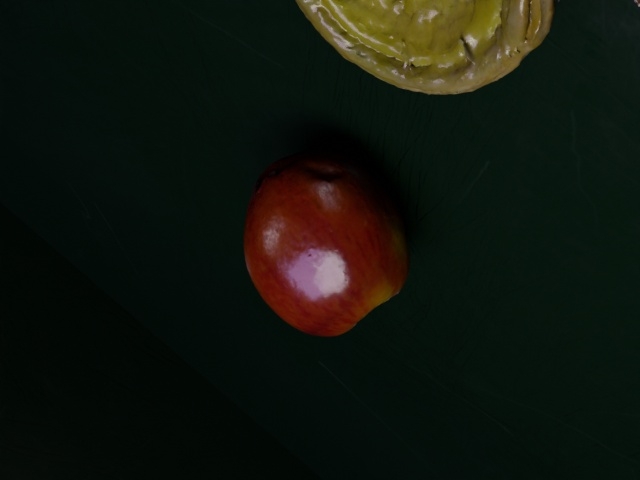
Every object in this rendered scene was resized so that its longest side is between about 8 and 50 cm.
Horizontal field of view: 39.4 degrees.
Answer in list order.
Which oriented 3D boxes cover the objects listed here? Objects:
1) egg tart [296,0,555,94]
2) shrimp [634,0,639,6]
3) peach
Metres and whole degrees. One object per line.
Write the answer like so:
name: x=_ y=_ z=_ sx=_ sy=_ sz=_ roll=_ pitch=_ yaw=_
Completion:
egg tart: x=0.097 y=-0.314 z=0.900 sx=0.345 sy=0.132 sz=0.345 roll=27 pitch=149 yaw=18
shrimp: x=0.365 y=-0.217 z=0.822 sx=0.294 sy=0.062 sz=0.154 roll=53 pitch=156 yaw=-10
peach: x=0.000 y=0.000 z=1.333 sx=0.281 sy=0.238 sz=0.281 roll=45 pitch=158 yaw=23
